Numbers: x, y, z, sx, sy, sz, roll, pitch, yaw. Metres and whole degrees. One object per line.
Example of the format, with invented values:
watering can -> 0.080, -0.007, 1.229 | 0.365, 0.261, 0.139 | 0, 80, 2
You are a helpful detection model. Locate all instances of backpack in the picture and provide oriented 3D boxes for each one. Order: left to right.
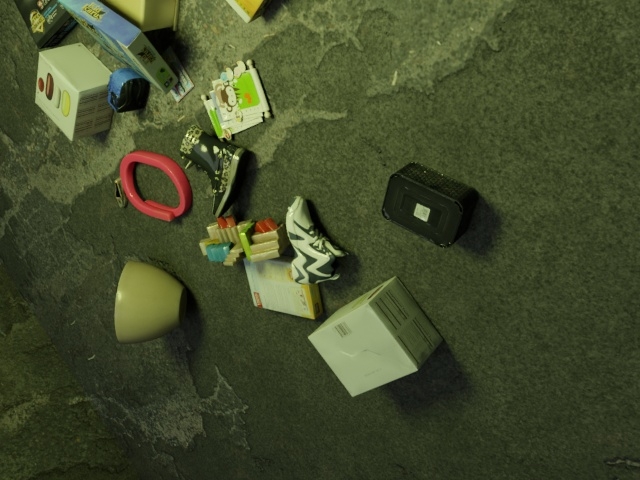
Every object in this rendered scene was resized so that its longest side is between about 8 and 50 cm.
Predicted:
backpack -> -0.573, -0.449, 1.781 | 0.101, 0.098, 0.120 | 47, 136, 13

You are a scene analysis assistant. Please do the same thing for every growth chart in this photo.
growth chart -> -0.225, -0.362, 1.597 | 0.237, 0.021, 0.172 | -17, 101, 44

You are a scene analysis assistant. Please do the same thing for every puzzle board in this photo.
puzzle board -> -0.412, -0.463, 1.699 | 0.096, 0.011, 0.128 | -26, 97, 45

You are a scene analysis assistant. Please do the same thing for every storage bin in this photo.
storage bin -> -0.485, -0.703, 1.543 | 0.260, 0.123, 0.262 | 36, 133, 19
storage bin -> 0.237, -0.079, 1.332 | 0.180, 0.084, 0.122 | 30, 130, 25

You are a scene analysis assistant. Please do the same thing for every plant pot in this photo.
plant pot -> -0.564, 0.218, 2.076 | 0.191, 0.284, 0.284 | 5, 124, -2

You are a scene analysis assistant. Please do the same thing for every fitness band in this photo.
fitness band -> -0.526, -0.177, 1.938 | 0.291, 0.054, 0.209 | 16, 121, 31

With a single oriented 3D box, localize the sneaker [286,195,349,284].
sneaker -> 0.000, 0.000, 1.580 | 0.153, 0.094, 0.235 | -1, 94, 20

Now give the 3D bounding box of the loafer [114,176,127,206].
loafer -> -0.690, -0.164, 2.086 | 0.045, 0.039, 0.125 | 32, 131, 21

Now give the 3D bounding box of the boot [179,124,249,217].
boot -> -0.307, -0.193, 1.695 | 0.179, 0.085, 0.236 | 30, 127, 6

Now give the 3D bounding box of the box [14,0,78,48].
box -> -0.837, -0.776, 1.831 | 0.296, 0.073, 0.293 | -15, 105, 43

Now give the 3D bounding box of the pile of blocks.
pile of blocks -> -0.248, -0.010, 1.730 | 0.362, 0.149, 0.112 | -2, 113, 41

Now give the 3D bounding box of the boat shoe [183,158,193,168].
boat shoe -> -0.359, -0.257, 1.750 | 0.042, 0.049, 0.133 | 47, 128, 2

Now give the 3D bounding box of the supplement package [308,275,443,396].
supplement package -> 0.137, 0.250, 1.563 | 0.204, 0.145, 0.262 | 54, 135, 1

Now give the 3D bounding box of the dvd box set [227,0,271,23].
dvd box set -> -0.151, -0.691, 1.236 | 0.307, 0.062, 0.420 | 49, 145, -8

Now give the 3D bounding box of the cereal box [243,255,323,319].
cereal box -> -0.111, 0.127, 1.768 | 0.240, 0.047, 0.173 | 8, 118, 37

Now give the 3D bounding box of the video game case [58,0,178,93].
video game case -> -0.530, -0.528, 1.603 | 0.269, 0.061, 0.244 | 36, 173, 16

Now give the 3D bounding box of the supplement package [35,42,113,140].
supplement package -> -0.761, -0.462, 1.893 | 0.194, 0.149, 0.203 | 44, 135, 11
